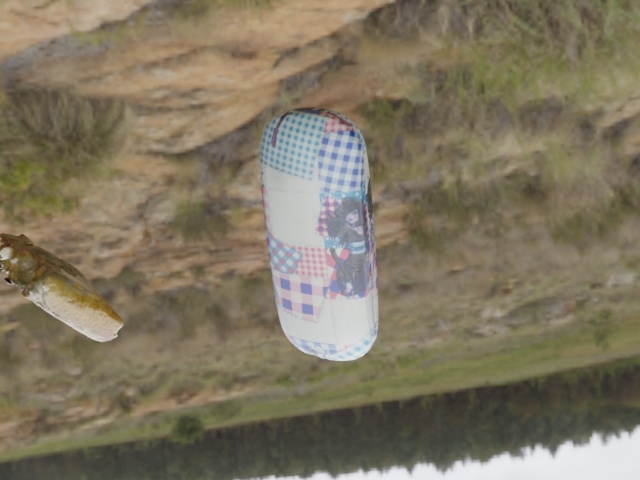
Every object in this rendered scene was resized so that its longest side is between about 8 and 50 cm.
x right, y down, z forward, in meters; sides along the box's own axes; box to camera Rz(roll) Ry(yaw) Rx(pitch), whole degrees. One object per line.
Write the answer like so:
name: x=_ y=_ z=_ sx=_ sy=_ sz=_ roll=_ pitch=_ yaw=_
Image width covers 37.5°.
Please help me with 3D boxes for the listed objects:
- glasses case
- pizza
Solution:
glasses case: x=0.000 y=0.000 z=1.122 sx=0.125 sy=0.328 sz=0.076 roll=5 pitch=-152 yaw=20
pizza: x=-0.397 y=0.056 z=1.374 sx=0.297 sy=0.071 sz=0.189 roll=22 pitch=165 yaw=50
